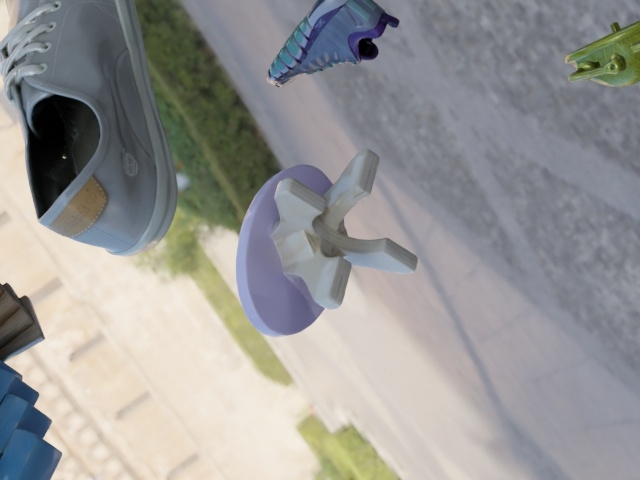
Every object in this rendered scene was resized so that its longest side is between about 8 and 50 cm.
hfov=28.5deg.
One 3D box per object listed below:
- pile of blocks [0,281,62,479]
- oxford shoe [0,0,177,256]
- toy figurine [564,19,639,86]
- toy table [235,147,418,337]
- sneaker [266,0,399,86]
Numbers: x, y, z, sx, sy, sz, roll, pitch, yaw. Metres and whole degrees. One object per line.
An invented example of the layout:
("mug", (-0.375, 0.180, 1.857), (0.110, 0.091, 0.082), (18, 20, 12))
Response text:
("pile of blocks", (-0.278, 0.097, 0.900), (0.362, 0.149, 0.113), (57, 179, 29))
("oxford shoe", (-0.273, -0.183, 1.324), (0.130, 0.169, 0.449), (9, -131, -43))
("toy figurine", (0.460, -0.175, 1.306), (0.217, 0.362, 0.191), (58, -157, -15))
("toy table", (0.000, 0.000, 1.836), (0.252, 0.274, 0.161), (20, 156, -35))
("sneaker", (0.010, -0.227, 1.523), (0.098, 0.083, 0.223), (35, 151, -7))
